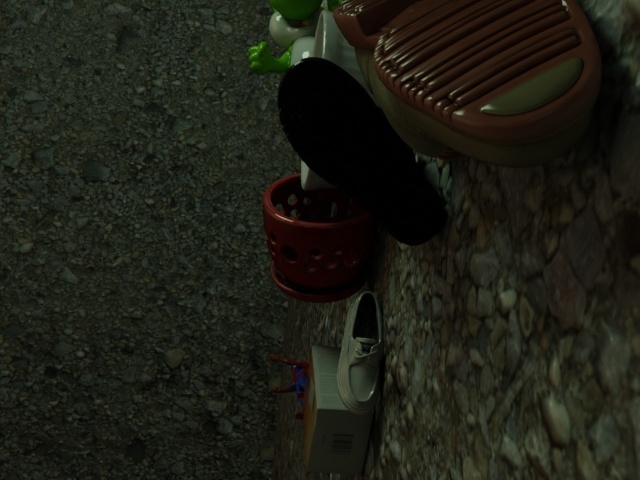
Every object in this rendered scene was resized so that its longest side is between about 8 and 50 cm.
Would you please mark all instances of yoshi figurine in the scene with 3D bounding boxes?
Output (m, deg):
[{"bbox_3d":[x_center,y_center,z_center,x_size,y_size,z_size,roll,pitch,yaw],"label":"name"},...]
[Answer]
[{"bbox_3d":[-0.025,-0.380,1.294,0.203,0.204,0.362,-39,61,41],"label":"yoshi figurine"}]

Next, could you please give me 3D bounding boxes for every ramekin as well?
[{"bbox_3d":[0.051,-0.210,1.076,0.277,0.135,0.277,-175,90,-83],"label":"ramekin"}]

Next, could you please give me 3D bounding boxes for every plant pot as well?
[{"bbox_3d":[0.000,0.000,1.154,0.191,0.191,0.174,-95,5,-60],"label":"plant pot"}]

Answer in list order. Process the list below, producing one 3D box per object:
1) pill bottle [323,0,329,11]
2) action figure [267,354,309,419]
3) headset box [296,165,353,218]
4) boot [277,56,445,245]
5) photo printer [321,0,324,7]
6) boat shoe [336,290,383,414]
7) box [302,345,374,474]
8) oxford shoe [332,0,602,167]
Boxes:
[{"bbox_3d":[0.059,-0.492,1.400,0.103,0.103,0.184,-100,16,-68],"label":"pill bottle"},{"bbox_3d":[-0.089,0.402,1.931,0.280,0.139,0.091,-103,20,-79],"label":"action figure"},{"bbox_3d":[0.015,-0.110,1.447,0.293,0.110,0.218,-101,17,-71],"label":"headset box"},{"bbox_3d":[0.039,-0.121,0.795,0.094,0.246,0.207,-40,23,13],"label":"boot"},{"bbox_3d":[0.025,-0.403,1.601,0.256,0.107,0.307,105,169,-77],"label":"photo printer"},{"bbox_3d":[0.065,0.161,1.011,0.063,0.066,0.184,102,-179,-56],"label":"boat shoe"},{"bbox_3d":[0.025,0.272,1.119,0.170,0.091,0.130,-99,15,-66],"label":"box"},{"bbox_3d":[0.120,-0.132,0.573,0.397,0.140,0.146,-106,-10,-61],"label":"oxford shoe"}]
